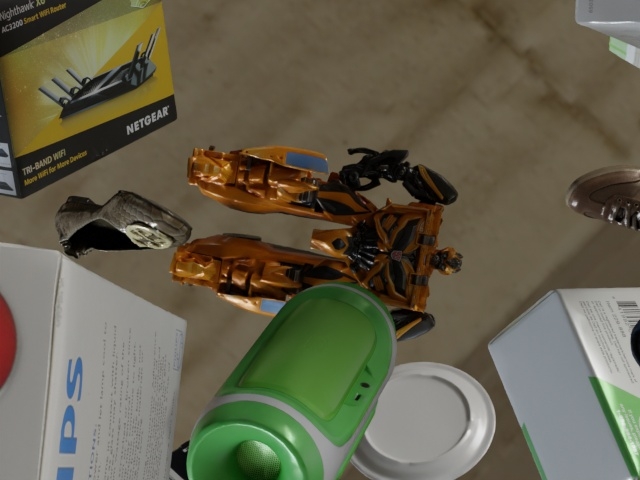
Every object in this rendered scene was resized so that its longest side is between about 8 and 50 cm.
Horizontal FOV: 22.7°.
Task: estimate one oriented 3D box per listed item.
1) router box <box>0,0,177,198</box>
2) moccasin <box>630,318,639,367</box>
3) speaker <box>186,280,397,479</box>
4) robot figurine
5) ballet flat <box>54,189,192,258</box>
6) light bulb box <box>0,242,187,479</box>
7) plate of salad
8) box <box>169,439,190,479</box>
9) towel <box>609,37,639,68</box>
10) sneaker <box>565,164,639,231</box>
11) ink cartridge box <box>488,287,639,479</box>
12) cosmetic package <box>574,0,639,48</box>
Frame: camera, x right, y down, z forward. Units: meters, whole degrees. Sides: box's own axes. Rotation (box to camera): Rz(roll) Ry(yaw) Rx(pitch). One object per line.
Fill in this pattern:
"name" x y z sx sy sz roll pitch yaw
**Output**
"router box" -0.312 -0.219 1.970 0.081 0.242 0.309 10 -152 32
"moccasin" 0.264 0.116 1.010 0.342 0.117 0.137 -125 -123 -87
"speaker" -0.018 0.142 1.442 0.131 0.131 0.296 -37 -173 27
"robot figurine" 0.000 0.000 1.632 0.085 0.291 0.211 -15 115 -79
"ballet flat" -0.204 -0.009 1.585 0.250 0.084 0.058 3 -121 57
"light bulb box" -0.288 0.121 0.935 0.361 0.358 0.225 58 36 -81
"plate of salad" 0.125 0.241 2.046 0.200 0.048 0.199 -6 -134 6
"box" -0.183 0.362 1.981 0.156 0.158 0.093 -31 -140 -23
"towel" 0.478 -0.265 2.251 0.023 0.152 0.113 -51 162 -14
"sneaker" 0.373 -0.038 1.796 0.071 0.188 0.066 -102 -163 -49
"ink cartridge box" 0.344 0.164 1.627 0.121 0.289 0.211 -46 -126 42
"cosmetic package" 0.376 -0.232 1.390 0.197 0.365 0.155 3 -89 28
